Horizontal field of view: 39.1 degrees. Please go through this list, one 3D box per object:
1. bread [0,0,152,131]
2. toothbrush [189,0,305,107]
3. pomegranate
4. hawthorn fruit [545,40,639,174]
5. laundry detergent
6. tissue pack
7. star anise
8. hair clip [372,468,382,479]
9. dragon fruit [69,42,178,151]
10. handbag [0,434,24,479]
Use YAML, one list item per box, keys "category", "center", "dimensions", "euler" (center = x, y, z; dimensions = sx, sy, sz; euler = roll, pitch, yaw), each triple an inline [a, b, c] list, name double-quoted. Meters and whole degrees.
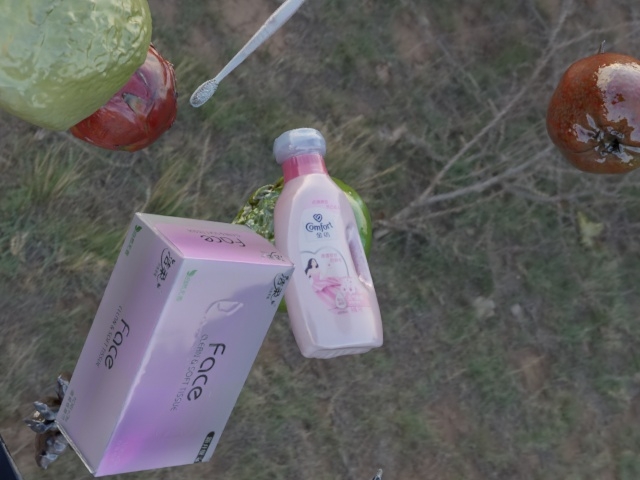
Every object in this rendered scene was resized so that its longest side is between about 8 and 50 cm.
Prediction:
- category: "bread"
  center: [-0.373, -0.294, 1.132]
  dimensions: [0.321, 0.320, 0.237]
  euler: [34, 93, -19]
- category: "toothbrush"
  center: [-0.109, -0.322, 1.475]
  dimensions: [0.025, 0.030, 0.307]
  euler: [47, 66, -16]
- category: "pomegranate"
  center: [-0.017, 0.046, 1.816]
  dimensions: [0.358, 0.310, 0.216]
  euler: [60, 6, 24]
- category: "hawthorn fruit"
  center: [0.508, -0.246, 1.602]
  dimensions: [0.211, 0.210, 0.262]
  euler: [31, 46, -20]
- category: "laundry detergent"
  center: [0.000, 0.000, 1.310]
  dimensions: [0.159, 0.088, 0.335]
  euler: [5, 67, -43]
- category: "tissue pack"
  center: [-0.147, 0.105, 0.891]
  dimensions: [0.149, 0.246, 0.092]
  euler: [5, 25, -46]
- category: "star anise"
  center: [-0.447, 0.327, 1.667]
  dimensions: [0.229, 0.236, 0.093]
  euler: [47, 7, -44]
- category: "hair clip"
  center: [0.074, 0.536, 1.694]
  dimensions: [0.071, 0.159, 0.218]
  euler: [37, 89, 8]
- category: "dragon fruit"
  center: [-0.395, -0.288, 1.763]
  dimensions: [0.241, 0.252, 0.240]
  euler: [-4, 69, 12]
- category: "handbag"
  center: [-0.589, 0.393, 1.466]
  dimensions: [0.118, 0.269, 0.325]
  euler: [-7, 53, -49]
